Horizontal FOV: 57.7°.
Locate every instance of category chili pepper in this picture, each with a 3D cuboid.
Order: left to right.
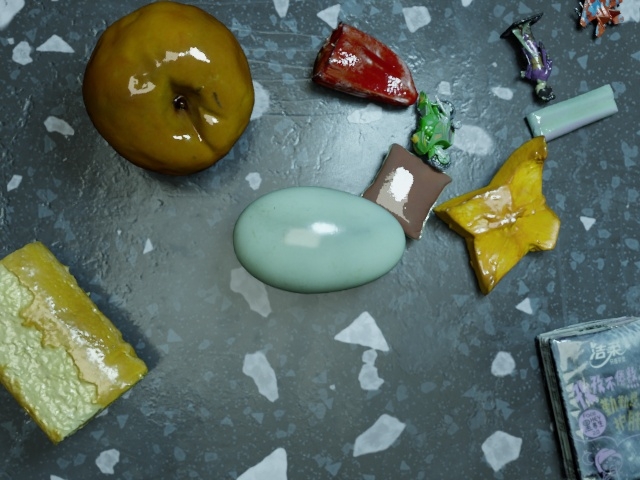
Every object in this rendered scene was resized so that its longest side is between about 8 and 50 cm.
[{"bbox_3d":[0.116,-0.394,1.339,0.253,0.136,0.144,19,41,-14],"label":"chili pepper"}]

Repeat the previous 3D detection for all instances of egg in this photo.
[{"bbox_3d":[0.000,0.000,1.239,0.371,0.230,0.229,2,87,-12],"label":"egg"}]

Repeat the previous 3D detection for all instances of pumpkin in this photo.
[{"bbox_3d":[0.432,-0.054,1.325,0.290,0.095,0.258,-34,104,5],"label":"pumpkin"}]

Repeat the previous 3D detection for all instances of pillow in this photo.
[{"bbox_3d":[0.193,-0.112,1.337,0.171,0.075,0.179,30,85,-3],"label":"pillow"}]

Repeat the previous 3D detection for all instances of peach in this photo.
[{"bbox_3d":[-0.306,-0.311,1.191,0.343,0.301,0.342,-9,119,-17],"label":"peach"}]

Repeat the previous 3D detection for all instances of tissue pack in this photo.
[{"bbox_3d":[0.666,0.370,1.341,0.260,0.122,0.361,-11,86,-8],"label":"tissue pack"}]

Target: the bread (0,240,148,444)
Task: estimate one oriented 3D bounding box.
[{"bbox_3d":[-0.559,0.203,1.208,0.236,0.165,0.375,-41,90,-8],"label":"bread"}]

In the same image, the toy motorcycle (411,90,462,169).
[{"bbox_3d":[0.260,-0.252,1.338,0.106,0.074,0.190,16,65,-16],"label":"toy motorcycle"}]

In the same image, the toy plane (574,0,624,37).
[{"bbox_3d":[0.657,-0.594,1.412,0.130,0.061,0.189,-33,86,-5],"label":"toy plane"}]

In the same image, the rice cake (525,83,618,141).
[{"bbox_3d":[0.611,-0.305,1.403,0.222,0.042,0.080,-22,88,-7],"label":"rice cake"}]

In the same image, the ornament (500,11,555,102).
[{"bbox_3d":[0.500,-0.423,1.377,0.081,0.088,0.203,-14,90,-5],"label":"ornament"}]
